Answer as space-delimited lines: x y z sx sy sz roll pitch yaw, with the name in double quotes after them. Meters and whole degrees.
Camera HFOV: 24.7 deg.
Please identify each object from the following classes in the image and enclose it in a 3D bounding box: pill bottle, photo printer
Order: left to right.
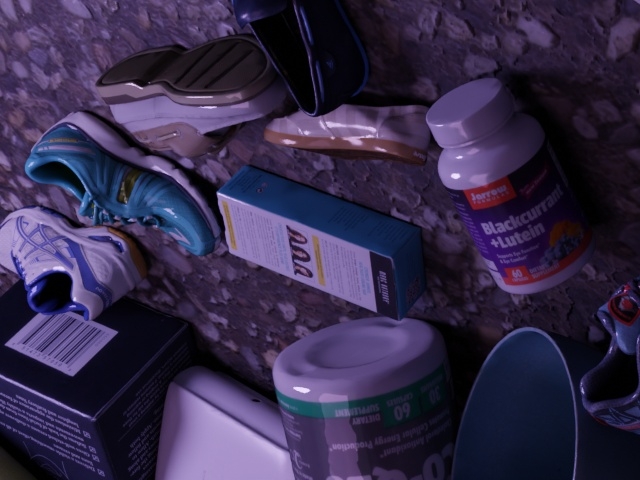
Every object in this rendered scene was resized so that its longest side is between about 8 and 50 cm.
-0.093 0.341 1.976 0.307 0.107 0.256 26 115 40 "photo printer"
0.076 0.288 1.700 0.204 0.204 0.361 4 113 43 "pill bottle"
0.178 -0.054 1.392 0.108 0.108 0.193 -4 125 47 "pill bottle"

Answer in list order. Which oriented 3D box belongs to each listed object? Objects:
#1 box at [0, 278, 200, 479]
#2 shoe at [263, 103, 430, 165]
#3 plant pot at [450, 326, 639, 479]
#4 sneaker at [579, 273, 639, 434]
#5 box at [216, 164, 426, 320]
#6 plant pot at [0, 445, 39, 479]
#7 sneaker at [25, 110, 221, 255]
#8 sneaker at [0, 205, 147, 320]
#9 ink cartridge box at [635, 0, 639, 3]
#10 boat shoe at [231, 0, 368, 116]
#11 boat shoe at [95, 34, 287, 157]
-0.328 0.276 2.158 0.293 0.212 0.395 20 139 30 "box"
0.029 -0.117 1.525 0.219 0.058 0.076 9 178 42 "shoe"
0.281 0.248 1.512 0.195 0.290 0.290 11 149 -17 "plant pot"
0.316 0.070 1.304 0.125 0.104 0.262 10 116 -19 "sneaker"
0.000 0.000 1.668 0.244 0.060 0.101 21 140 28 "box"
-0.513 0.383 2.075 0.254 0.276 0.276 46 148 17 "plant pot"
-0.244 -0.051 1.813 0.275 0.110 0.107 30 143 17 "sneaker"
-0.381 0.035 2.025 0.296 0.131 0.112 7 134 42 "sneaker"
0.339 -0.218 1.126 0.224 0.056 0.181 29 148 -14 "ink cartridge box"
-0.041 -0.238 1.427 0.258 0.089 0.109 52 144 -14 "boat shoe"
-0.127 -0.152 1.599 0.302 0.113 0.103 10 136 53 "boat shoe"
